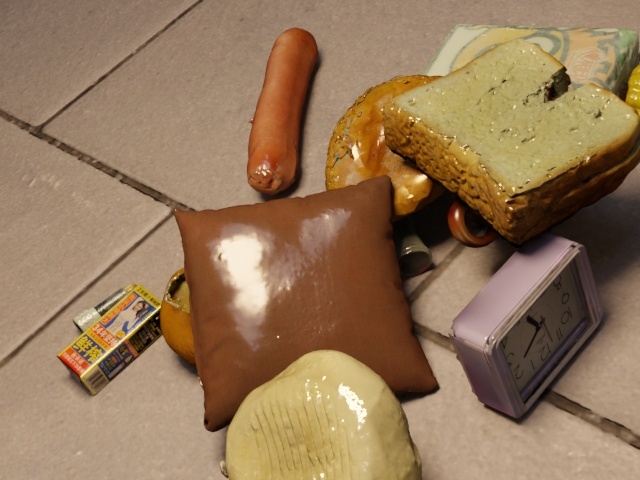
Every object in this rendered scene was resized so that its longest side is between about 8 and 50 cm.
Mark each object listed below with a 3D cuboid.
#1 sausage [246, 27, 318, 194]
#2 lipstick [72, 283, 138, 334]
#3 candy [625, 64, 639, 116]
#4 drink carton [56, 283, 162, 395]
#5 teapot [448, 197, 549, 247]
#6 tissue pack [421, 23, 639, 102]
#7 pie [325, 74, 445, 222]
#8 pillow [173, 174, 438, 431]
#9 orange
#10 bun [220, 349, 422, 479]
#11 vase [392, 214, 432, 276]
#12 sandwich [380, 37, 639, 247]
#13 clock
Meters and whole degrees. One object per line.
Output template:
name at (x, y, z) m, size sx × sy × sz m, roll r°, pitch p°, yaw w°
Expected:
sausage at (-0.067, -0.230, 1.756) m, size 0.094 × 0.094 × 0.419 m, roll -21°, pitch 40°, yaw 26°
lipstick at (-0.332, 0.103, 1.578) m, size 0.116 × 0.037 × 0.037 m, roll -38°, pitch 44°, yaw -21°
candy at (0.544, -0.195, 1.445) m, size 0.199 × 0.094 × 0.106 m, roll 14°, pitch 52°, yaw 26°
drink carton at (-0.304, 0.148, 1.503) m, size 0.165 × 0.056 × 0.071 m, roll -42°, pitch 53°, yaw -19°
teapot at (0.271, -0.058, 1.394) m, size 0.252 × 0.135 × 0.178 m, roll -34°, pitch 7°, yaw -34°
tissue pack at (0.314, -0.227, 1.554) m, size 0.311 × 0.128 × 0.228 m, roll 10°, pitch 52°, yaw 30°
pie at (0.114, -0.135, 1.460) m, size 0.273 × 0.069 × 0.273 m, roll -17°, pitch 48°, yaw 21°
pillow at (-0.026, 0.076, 1.331) m, size 0.305 × 0.108 × 0.308 m, roll -10°, pitch 73°, yaw -2°
orange at (-0.159, 0.100, 1.431) m, size 0.156 × 0.134 × 0.156 m, roll -20°, pitch 48°, yaw 24°
bun at (0.012, 0.250, 1.164) m, size 0.259 × 0.160 × 0.259 m, roll -6°, pitch 80°, yaw 39°
vase at (0.109, -0.039, 1.492) m, size 0.086 × 0.086 × 0.214 m, roll -21°, pitch 46°, yaw 3°
sandwich at (0.256, -0.135, 1.290) m, size 0.249 × 0.095 × 0.273 m, roll -29°, pitch 47°, yaw -18°
clock at (0.254, 0.102, 1.228) m, size 0.193 × 0.145 × 0.073 m, roll -44°, pitch 41°, yaw -21°
